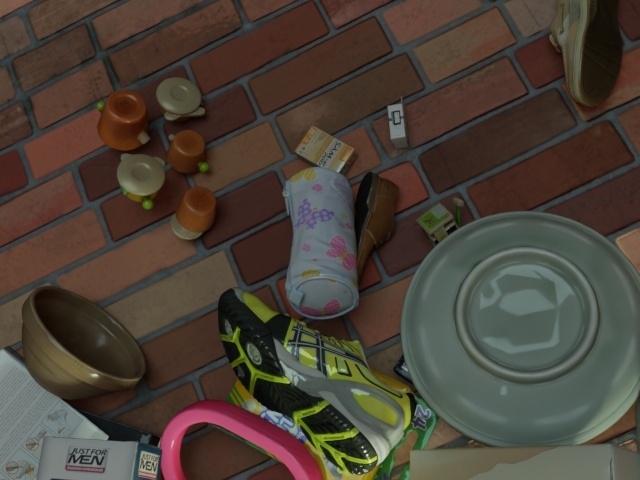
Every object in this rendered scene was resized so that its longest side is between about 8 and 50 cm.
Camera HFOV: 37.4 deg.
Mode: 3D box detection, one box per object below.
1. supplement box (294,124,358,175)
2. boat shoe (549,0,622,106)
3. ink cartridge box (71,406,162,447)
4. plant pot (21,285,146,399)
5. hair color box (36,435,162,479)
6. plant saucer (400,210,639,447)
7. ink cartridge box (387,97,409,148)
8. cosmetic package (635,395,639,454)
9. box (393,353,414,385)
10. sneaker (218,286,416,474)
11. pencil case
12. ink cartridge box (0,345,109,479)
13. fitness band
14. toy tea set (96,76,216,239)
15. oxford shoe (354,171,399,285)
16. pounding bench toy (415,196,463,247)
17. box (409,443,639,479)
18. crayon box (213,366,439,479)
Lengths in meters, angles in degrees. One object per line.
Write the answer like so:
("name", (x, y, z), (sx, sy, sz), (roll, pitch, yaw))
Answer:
("supplement box", (0.010, -0.159, 1.732), (0.098, 0.036, 0.062), (31, 82, 20))
("boat shoe", (0.460, -0.368, 1.668), (0.098, 0.109, 0.302), (-15, 64, 51))
("ink cartridge box", (-0.456, 0.372, 1.657), (0.333, 0.065, 0.165), (13, 76, 18))
("plant pot", (-0.425, 0.195, 1.625), (0.237, 0.237, 0.109), (44, 102, 22))
("hair color box", (-0.364, 0.490, 1.481), (0.174, 0.105, 0.347), (0, 72, 16))
("plant saucer", (0.321, 0.124, 1.479), (0.401, 0.100, 0.400), (-3, 68, 9))
("ink cartridge box", (0.140, -0.214, 1.712), (0.028, 0.048, 0.083), (-7, 70, 11))
("cosmetic package", (0.576, 0.444, 1.331), (0.230, 0.161, 0.453), (-1, 72, 13))
("box", (0.257, 0.202, 1.546), (0.220, 0.051, 0.175), (32, 81, 20))
("sneaker", (-0.017, 0.204, 1.499), (0.147, 0.145, 0.385), (-30, 59, -33))
("pencil case", (0.000, 0.000, 1.590), (0.113, 0.124, 0.273), (-48, 32, 38))
("ink cartridge box", (-0.536, 0.360, 1.616), (0.239, 0.060, 0.275), (40, 84, -4))
("fitness band", (-0.131, 0.377, 1.525), (0.291, 0.054, 0.209), (23, 113, 19))
("toy tea set", (-0.304, -0.146, 1.784), (0.200, 0.124, 0.336), (-6, 64, -20))
("oxford shoe", (0.089, -0.008, 1.651), (0.076, 0.076, 0.212), (19, 86, -21))
("pounding bench toy", (0.220, -0.027, 1.620), (0.083, 0.065, 0.052), (-37, 36, 0))
("box", (0.297, 0.368, 1.378), (0.311, 0.148, 0.121), (-10, 68, 32))
("crayon box", (0.013, 0.289, 1.560), (0.323, 0.083, 0.203), (24, 79, 19))
